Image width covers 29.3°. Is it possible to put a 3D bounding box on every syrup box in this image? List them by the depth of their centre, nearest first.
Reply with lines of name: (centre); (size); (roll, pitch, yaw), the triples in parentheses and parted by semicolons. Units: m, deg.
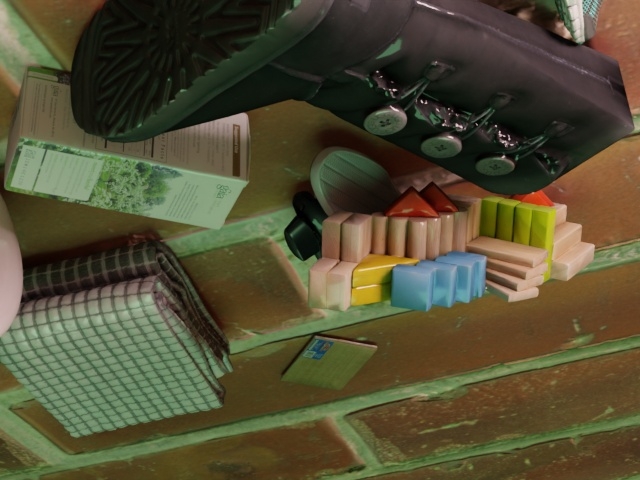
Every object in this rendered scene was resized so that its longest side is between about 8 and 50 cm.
syrup box: (-0.198, -0.092, 1.266); (0.236, 0.096, 0.093); (10, 145, -19)

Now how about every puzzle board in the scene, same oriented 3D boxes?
puzzle board: (0.011, 0.173, 1.746); (0.096, 0.011, 0.128); (12, 142, -20)

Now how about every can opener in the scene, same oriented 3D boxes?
can opener: (0.000, 0.000, 1.460); (0.073, 0.059, 0.186); (-35, 152, -2)

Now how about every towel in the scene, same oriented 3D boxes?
towel: (-0.259, 0.123, 1.557); (0.234, 0.121, 0.284); (-13, 143, 11)

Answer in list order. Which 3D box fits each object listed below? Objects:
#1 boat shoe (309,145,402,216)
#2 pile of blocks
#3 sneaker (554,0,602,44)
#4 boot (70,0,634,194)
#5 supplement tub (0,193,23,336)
boat shoe: (0.054, -0.034, 1.389); (0.226, 0.083, 0.075); (40, 171, -37)
pile of blocks: (0.152, -0.005, 1.324); (0.362, 0.149, 0.113); (-11, 112, -31)
sneaker: (0.252, -0.245, 1.125); (0.076, 0.065, 0.166); (-18, 148, 5)
boot: (0.033, -0.142, 1.197); (0.445, 0.146, 0.367); (11, 163, -42)
supplement tub: (-0.511, 0.039, 1.285); (0.331, 0.241, 0.241); (-18, 143, 14)
